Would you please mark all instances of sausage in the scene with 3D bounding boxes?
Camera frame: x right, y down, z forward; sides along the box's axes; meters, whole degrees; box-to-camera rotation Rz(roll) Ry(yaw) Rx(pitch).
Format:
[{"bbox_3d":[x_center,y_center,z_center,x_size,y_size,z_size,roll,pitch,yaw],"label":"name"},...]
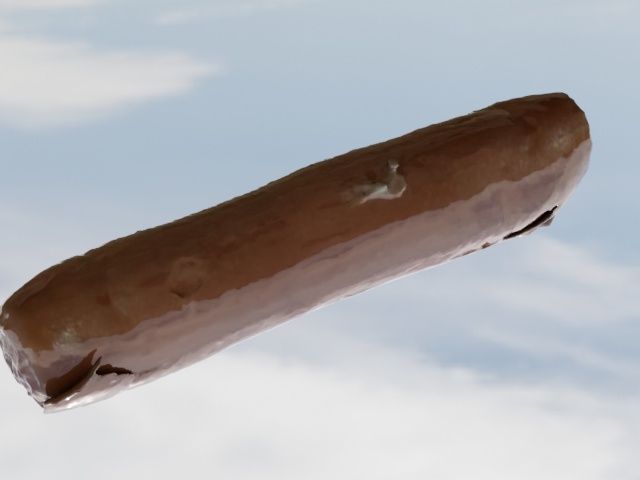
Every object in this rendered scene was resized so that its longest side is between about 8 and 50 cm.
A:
[{"bbox_3d":[0.000,0.000,1.083,0.419,0.094,0.094,-21,-175,-25],"label":"sausage"}]
